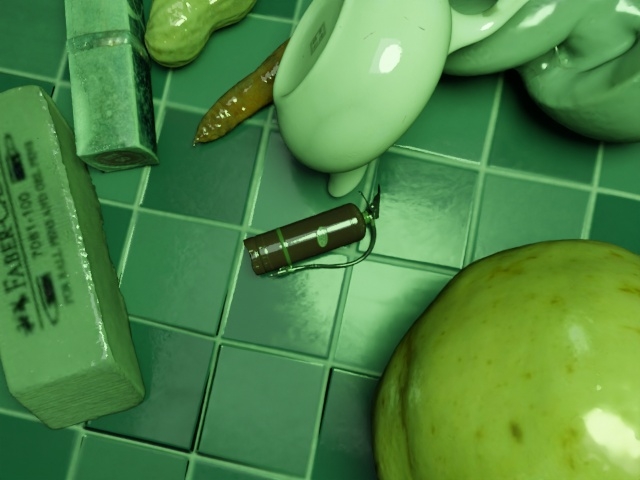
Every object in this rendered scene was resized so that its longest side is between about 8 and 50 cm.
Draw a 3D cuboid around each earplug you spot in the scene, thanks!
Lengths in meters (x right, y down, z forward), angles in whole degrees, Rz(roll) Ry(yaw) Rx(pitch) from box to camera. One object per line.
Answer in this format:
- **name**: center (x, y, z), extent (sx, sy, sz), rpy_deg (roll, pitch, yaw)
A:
- **earplug**: center (0.239, -0.221, 0.607), extent (0.325, 0.175, 0.214), rpy_deg (31, 79, 14)

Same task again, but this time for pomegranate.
- **pomegranate**: center (0.189, 0.179, 0.469), extent (0.342, 0.342, 0.342), rpy_deg (0, 83, 1)

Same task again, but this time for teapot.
- **teapot**: center (0.051, -0.162, 0.546), extent (0.139, 0.298, 0.204), rpy_deg (27, 45, -22)

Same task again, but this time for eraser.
- **eraser**: center (-0.287, 0.019, 0.620), extent (0.111, 0.077, 0.352), rpy_deg (-17, 83, -2)

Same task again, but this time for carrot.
- **carrot**: center (-0.057, -0.180, 0.661), extent (0.224, 0.057, 0.057), rpy_deg (-37, 84, 2)

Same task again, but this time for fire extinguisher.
- **fire extinguisher**: center (0.000, 0.000, 0.638), extent (0.157, 0.045, 0.078), rpy_deg (-20, 111, -2)

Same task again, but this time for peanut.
- **peanut**: center (-0.124, -0.272, 0.654), extent (0.187, 0.082, 0.082), rpy_deg (-42, 84, -4)

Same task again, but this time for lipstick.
- **lipstick**: center (-0.235, -0.227, 0.650), extent (0.076, 0.077, 0.290), rpy_deg (-10, 82, 4)
